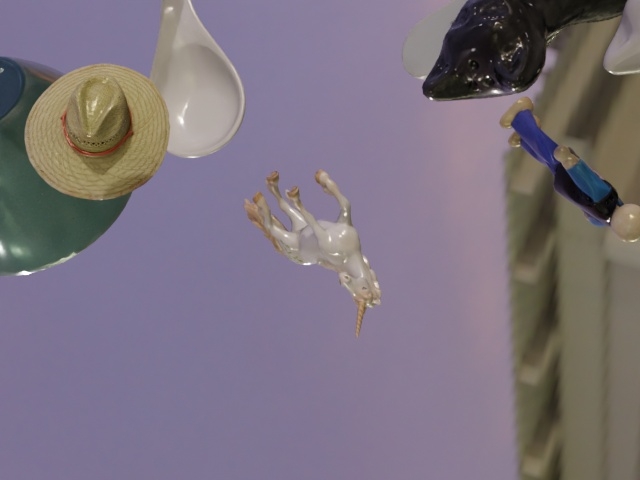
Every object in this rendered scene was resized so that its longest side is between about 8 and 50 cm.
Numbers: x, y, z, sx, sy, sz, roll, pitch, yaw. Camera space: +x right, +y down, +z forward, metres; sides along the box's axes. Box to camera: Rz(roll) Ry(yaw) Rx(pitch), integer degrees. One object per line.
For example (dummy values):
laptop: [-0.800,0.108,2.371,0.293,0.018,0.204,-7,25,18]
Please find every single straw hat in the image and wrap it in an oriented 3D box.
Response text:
straw hat: [-0.205,-0.115,1.628,0.061,0.144,0.144,102,-168,-65]

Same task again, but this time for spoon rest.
spoon rest: [-0.170,-0.236,2.300,0.084,0.137,0.276,46,-147,-63]

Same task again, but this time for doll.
doll: [0.248,-0.062,1.720,0.046,0.189,0.129,-40,-33,-2]

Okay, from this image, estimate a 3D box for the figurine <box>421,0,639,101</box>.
figurine: [0.187,-0.152,1.043,0.209,0.215,0.092,-46,-63,-36]

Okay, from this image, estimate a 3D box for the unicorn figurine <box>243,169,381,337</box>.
unicorn figurine: [0.000,0.000,1.436,0.060,0.162,0.111,-33,-70,-11]

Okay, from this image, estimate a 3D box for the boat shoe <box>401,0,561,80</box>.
boat shoe: [0.171,-0.196,1.580,0.070,0.219,0.078,14,-113,-40]

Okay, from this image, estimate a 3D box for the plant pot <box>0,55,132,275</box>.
plant pot: [-0.409,-0.127,2.316,0.290,0.290,0.195,-63,-31,-30]
